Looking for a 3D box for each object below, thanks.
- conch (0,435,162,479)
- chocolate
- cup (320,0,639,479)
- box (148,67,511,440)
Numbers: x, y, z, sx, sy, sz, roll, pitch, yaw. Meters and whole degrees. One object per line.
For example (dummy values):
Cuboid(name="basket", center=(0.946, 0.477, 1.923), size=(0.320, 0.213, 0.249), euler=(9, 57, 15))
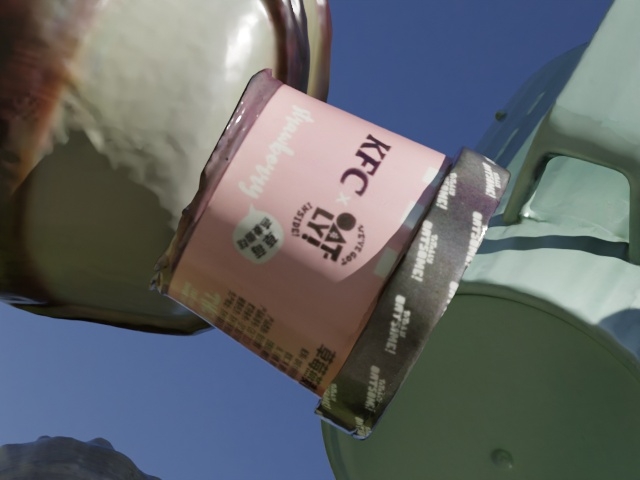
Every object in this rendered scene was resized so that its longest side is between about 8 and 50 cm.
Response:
Cuboid(name="conch", center=(-0.184, 0.280, 1.266), size=(0.263, 0.324, 0.186), euler=(47, -63, 1))
Cuboid(name="chocolate", center=(-0.094, -0.085, 1.083), size=(0.186, 0.284, 0.284), euler=(7, -50, 11))
Cuboid(name="cup", center=(0.185, 0.016, 1.298), size=(0.310, 0.392, 0.401), euler=(-10, -70, 33))
Cuboid(name="box", center=(0.000, 0.000, 0.907), size=(0.135, 0.151, 0.151), euler=(30, -32, 2))
